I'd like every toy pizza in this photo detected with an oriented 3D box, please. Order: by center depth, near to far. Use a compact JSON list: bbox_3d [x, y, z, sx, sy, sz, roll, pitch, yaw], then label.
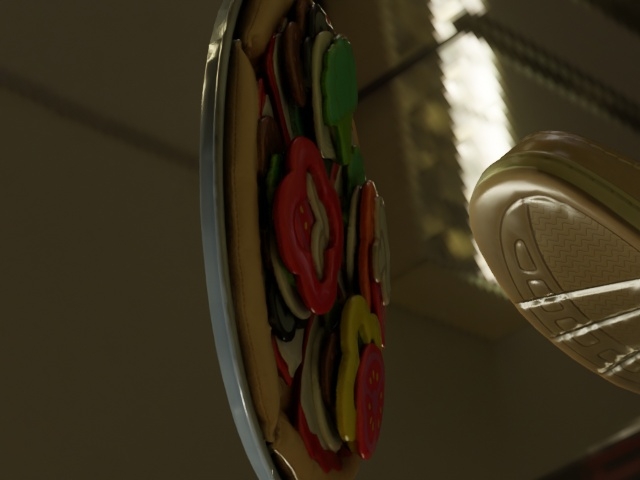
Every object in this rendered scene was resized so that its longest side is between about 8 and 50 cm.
[{"bbox_3d":[0.000,0.000,0.696,0.201,0.032,0.201,-5,-90,-76],"label":"toy pizza"}]

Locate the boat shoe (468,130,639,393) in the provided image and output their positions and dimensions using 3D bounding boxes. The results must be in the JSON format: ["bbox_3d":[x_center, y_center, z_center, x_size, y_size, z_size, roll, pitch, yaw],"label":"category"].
[{"bbox_3d":[0.196,0.024,0.899,0.302,0.109,0.098,31,-119,-23],"label":"boat shoe"}]
